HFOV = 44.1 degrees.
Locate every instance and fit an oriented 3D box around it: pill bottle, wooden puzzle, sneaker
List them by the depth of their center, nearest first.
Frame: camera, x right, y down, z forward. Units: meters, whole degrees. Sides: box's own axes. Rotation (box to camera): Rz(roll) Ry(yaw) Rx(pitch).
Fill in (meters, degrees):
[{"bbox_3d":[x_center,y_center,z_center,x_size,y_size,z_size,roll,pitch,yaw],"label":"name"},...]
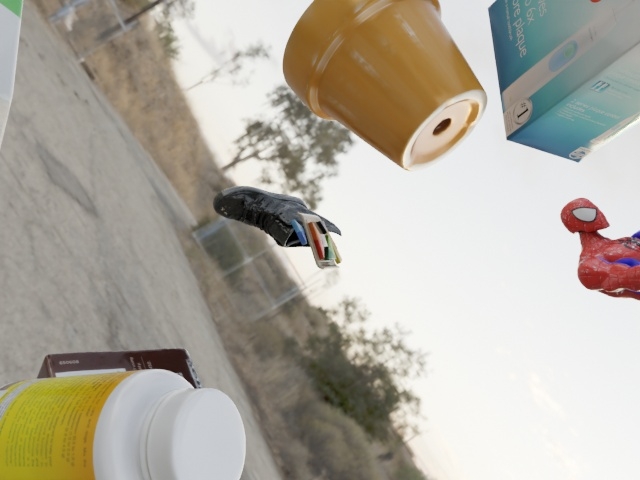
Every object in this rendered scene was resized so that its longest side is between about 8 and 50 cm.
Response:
[{"bbox_3d":[-0.168,0.162,0.616,0.117,0.215,0.117,25,61,-55],"label":"pill bottle"},{"bbox_3d":[0.000,0.000,0.934,0.078,0.014,0.116,66,16,2],"label":"wooden puzzle"},{"bbox_3d":[-0.061,-0.028,1.106,0.089,0.170,0.051,-115,-142,-49],"label":"sneaker"}]

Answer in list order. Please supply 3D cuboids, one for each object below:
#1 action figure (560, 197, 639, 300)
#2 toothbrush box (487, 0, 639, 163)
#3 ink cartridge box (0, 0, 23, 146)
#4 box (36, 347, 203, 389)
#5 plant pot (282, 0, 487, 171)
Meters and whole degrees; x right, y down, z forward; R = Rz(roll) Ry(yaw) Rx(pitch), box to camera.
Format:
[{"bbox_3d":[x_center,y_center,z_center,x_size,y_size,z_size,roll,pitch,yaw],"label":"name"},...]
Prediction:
[{"bbox_3d":[0.310,0.044,0.607,0.280,0.091,0.139,46,-50,22],"label":"action figure"},{"bbox_3d":[0.344,-0.260,0.919,0.295,0.126,0.216,-37,-133,52],"label":"toothbrush box"},{"bbox_3d":[-0.443,-0.213,0.751,0.121,0.289,0.211,-44,-136,52],"label":"ink cartridge box"},{"bbox_3d":[-0.231,0.245,0.872,0.203,0.167,0.168,-58,-134,34],"label":"box"},{"bbox_3d":[0.090,-0.191,0.942,0.188,0.205,0.205,52,-10,22],"label":"plant pot"}]
